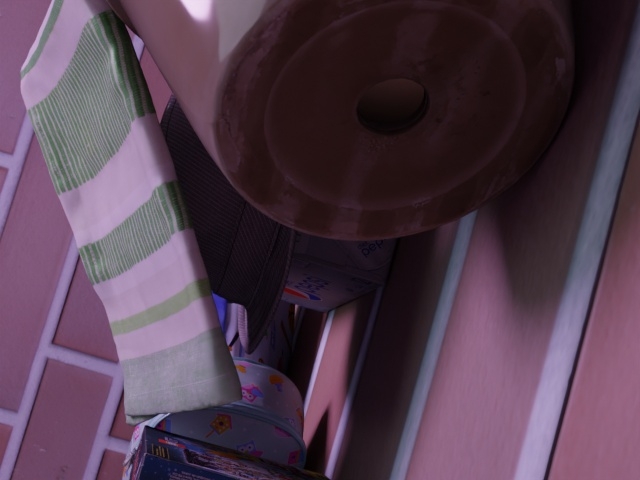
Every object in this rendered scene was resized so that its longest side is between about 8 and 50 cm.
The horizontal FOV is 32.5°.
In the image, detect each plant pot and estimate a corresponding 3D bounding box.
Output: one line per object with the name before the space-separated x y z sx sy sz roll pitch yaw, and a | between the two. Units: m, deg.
plant pot | 0.012 -0.161 0.646 0.280 0.323 0.323 -102 26 -42

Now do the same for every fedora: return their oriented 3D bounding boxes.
fedora | -0.081 -0.054 0.924 0.244 0.124 0.275 125 160 -66

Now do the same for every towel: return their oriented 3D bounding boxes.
towel | -0.156 -0.022 0.840 0.248 0.038 0.325 -27 79 64

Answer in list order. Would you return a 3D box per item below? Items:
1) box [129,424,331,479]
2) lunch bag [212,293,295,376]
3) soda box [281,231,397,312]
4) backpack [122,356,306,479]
box | -0.059 0.185 0.806 0.233 0.159 0.044 149 137 -80
lunch bag | -0.105 0.090 1.262 0.243 0.115 0.303 73 -161 -61
soda box | 0.000 0.000 1.042 0.286 0.091 0.098 142 144 -77
backpack | -0.096 0.204 1.008 0.144 0.166 0.188 -91 16 -63
